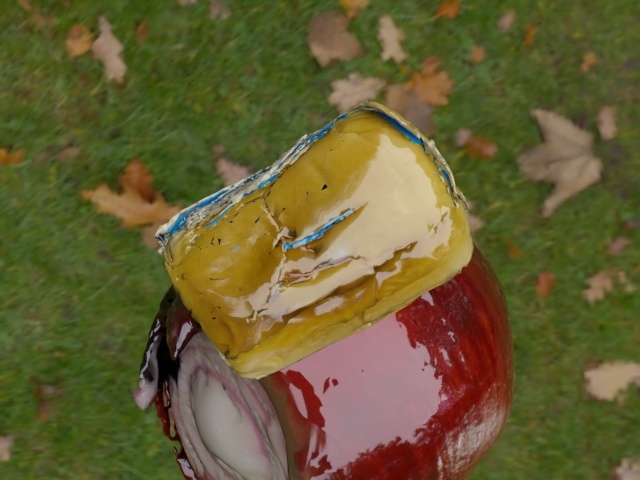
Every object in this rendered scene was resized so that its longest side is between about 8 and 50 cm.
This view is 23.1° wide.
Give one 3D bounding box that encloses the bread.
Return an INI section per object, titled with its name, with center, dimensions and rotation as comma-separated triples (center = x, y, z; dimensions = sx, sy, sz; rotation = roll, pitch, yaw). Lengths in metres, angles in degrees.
[bread]
center = 0.000, 0.000, 0.558
dimensions = 0.106, 0.053, 0.072
rotation = -30, 88, 4

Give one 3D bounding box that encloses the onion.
[onion]
center = 0.011, 0.108, 1.316
dimensions = 0.341, 0.341, 0.341
rotation = 4, 81, -24
